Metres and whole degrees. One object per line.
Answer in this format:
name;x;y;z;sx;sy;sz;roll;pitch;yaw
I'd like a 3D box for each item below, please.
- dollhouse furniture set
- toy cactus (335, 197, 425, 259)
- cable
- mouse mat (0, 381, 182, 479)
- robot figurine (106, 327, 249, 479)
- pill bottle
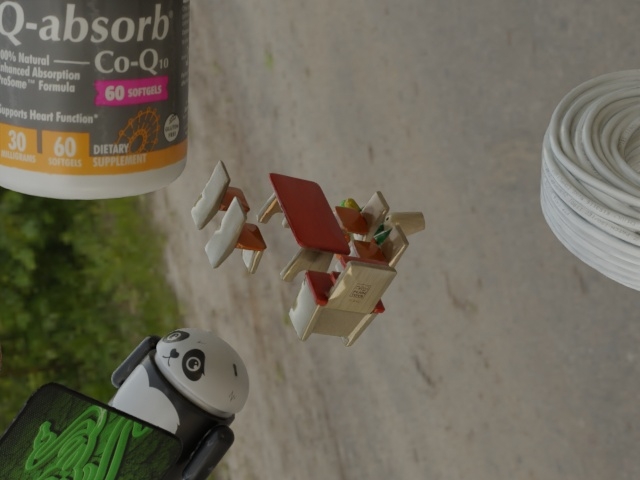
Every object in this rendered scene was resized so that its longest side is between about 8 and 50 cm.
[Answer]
dollhouse furniture set;0.000;0.000;1.650;0.135;0.262;0.259;-60;37;31
toy cactus;0.100;-0.009;2.302;0.219;0.181;0.112;-114;14;-67
cable;0.327;-0.055;1.156;0.257;0.257;0.089;-85;-4;-48
mouse mat;-0.197;0.198;0.908;0.007;0.153;0.189;35;91;44
robot figurine;-0.235;0.265;1.971;0.278;0.209;0.173;-50;4;9
pill bottle;-0.177;-0.182;0.948;0.162;0.162;0.278;-141;50;-61
